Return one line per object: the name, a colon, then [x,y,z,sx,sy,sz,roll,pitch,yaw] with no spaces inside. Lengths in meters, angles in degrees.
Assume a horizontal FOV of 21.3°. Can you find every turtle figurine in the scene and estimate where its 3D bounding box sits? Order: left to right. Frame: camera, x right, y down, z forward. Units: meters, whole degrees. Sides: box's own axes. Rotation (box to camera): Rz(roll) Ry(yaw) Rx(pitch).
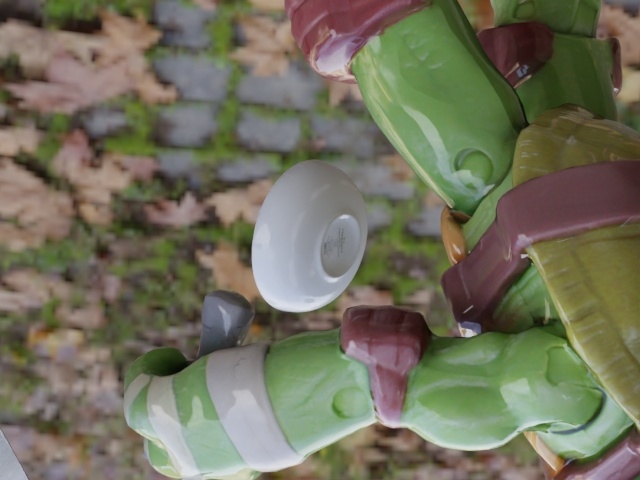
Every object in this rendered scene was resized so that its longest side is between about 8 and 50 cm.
turtle figurine: [0.030,0.015,0.510,0.198,0.266,0.274,-7,157,-11]

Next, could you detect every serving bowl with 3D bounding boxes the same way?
serving bowl: [0.000,0.000,0.901,0.027,0.083,0.083,15,162,36]

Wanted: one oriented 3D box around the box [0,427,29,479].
box: [-0.175,0.078,0.445,0.056,0.183,0.231,27,152,25]
